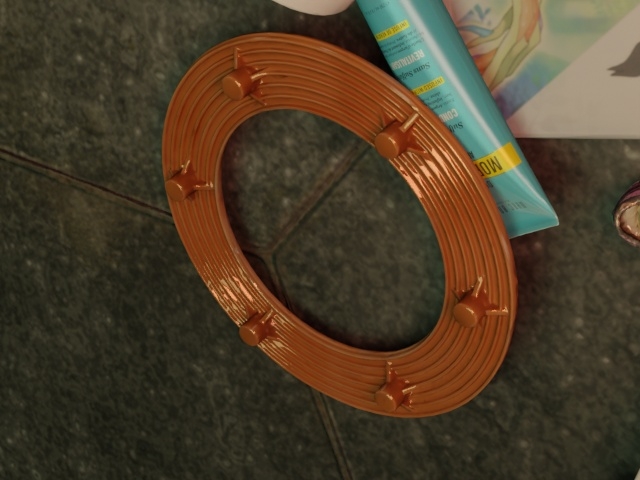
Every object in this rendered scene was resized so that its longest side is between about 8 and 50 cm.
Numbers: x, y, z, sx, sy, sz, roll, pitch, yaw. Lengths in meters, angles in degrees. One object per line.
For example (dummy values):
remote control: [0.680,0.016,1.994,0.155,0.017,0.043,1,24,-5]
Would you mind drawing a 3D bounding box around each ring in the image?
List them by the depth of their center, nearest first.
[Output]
ring: [0.000,0.000,1.138,0.337,0.032,0.336,24,134,27]

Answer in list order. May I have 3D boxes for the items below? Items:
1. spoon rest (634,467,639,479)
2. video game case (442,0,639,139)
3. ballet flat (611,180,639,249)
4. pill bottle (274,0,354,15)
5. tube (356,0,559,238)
spoon rest: [0.283,0.133,1.000,0.137,0.084,0.276,-6,136,-7]
video game case: [0.209,-0.225,0.954,0.300,0.036,0.329,3,112,31]
ballet flat: [0.297,0.004,0.973,0.222,0.079,0.076,12,115,27]
pill bottle: [0.057,-0.291,0.886,0.181,0.181,0.323,46,127,6]
tube: [0.093,-0.093,1.036,0.080,0.052,0.207,-17,104,55]
